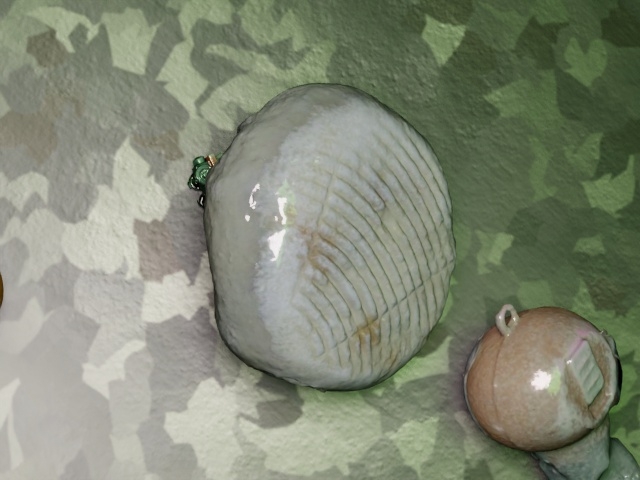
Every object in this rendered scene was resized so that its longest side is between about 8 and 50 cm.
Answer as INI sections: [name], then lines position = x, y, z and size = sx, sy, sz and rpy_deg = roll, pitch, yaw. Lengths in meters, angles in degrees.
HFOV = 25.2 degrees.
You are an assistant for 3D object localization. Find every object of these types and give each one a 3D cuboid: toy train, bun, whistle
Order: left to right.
[toy train]
position = -0.112, -0.057, 1.690
size = 0.064, 0.044, 0.103
rpy_deg = -26, 89, -20
[bun]
position = -0.004, 0.004, 1.613
size = 0.354, 0.194, 0.354
rpy_deg = -4, 97, -43
[whistle]
position = 0.281, 0.214, 1.698
size = 0.189, 0.189, 0.348
rpy_deg = -38, 113, -17

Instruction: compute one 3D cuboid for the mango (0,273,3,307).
[mango]
position = -0.470, 0.055, 1.483
size = 0.316, 0.146, 0.193
rpy_deg = -4, 103, -47
